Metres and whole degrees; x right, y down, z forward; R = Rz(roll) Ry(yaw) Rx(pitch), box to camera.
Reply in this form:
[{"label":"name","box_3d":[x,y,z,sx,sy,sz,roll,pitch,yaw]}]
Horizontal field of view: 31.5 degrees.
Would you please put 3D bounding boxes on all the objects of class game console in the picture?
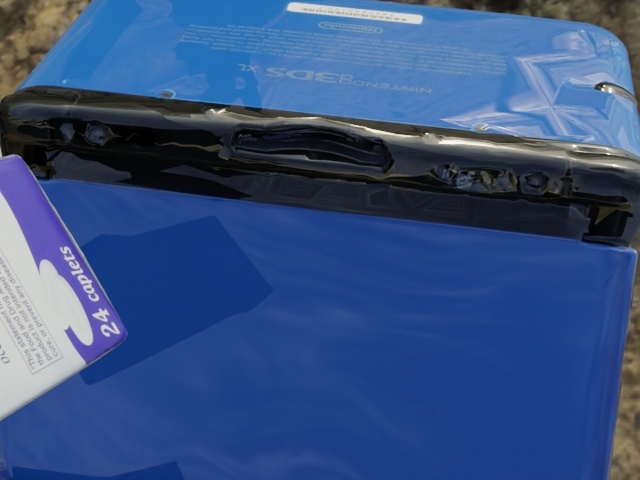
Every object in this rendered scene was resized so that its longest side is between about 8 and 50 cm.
[{"label":"game console","box_3d":[0.000,0.000,0.572,0.250,0.293,0.173,-74,170,-56]}]

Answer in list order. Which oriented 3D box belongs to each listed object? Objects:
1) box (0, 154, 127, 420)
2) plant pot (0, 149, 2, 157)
[{"label":"box","box_3d":[-0.151,0.043,0.327,0.072,0.126,0.137,60,27,-2]},{"label":"plant pot","box_3d":[-0.405,-0.100,1.055,0.274,0.256,0.256,39,53,19]}]
